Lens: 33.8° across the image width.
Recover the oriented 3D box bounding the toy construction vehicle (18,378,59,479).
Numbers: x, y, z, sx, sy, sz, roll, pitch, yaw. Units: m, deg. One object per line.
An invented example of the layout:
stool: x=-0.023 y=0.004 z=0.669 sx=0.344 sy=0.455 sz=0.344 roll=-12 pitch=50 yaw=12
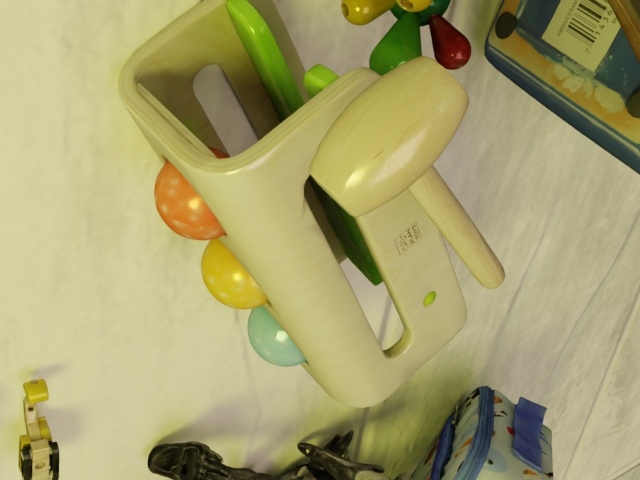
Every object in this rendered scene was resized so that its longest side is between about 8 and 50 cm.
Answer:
toy construction vehicle: x=-0.217 y=0.137 z=0.687 sx=0.085 sy=0.035 sz=0.098 roll=-10 pitch=128 yaw=-25

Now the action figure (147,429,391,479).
action figure: x=-0.025 y=0.241 z=0.876 sx=0.275 sy=0.141 sz=0.164 roll=21 pitch=96 yaw=-49

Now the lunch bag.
lunch bag: x=0.124 y=0.257 z=0.971 sx=0.243 sy=0.115 sz=0.303 roll=-59 pitch=175 yaw=10

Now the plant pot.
plant pot: x=0.263 y=-0.158 z=0.719 sx=0.212 sy=0.236 sz=0.236 roll=4 pitch=121 yaw=-38

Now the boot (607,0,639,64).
boot: x=0.179 y=-0.150 z=0.555 sx=0.112 sy=0.305 sz=0.115 roll=-18 pitch=167 yaw=2

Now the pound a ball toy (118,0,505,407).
pound a ball toy: x=0.000 y=0.000 z=0.620 sx=0.135 sy=0.208 sz=0.319 roll=-39 pitch=143 yaw=-9

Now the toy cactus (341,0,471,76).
toy cactus: x=0.071 y=-0.194 z=0.589 sx=0.180 sy=0.112 sz=0.219 roll=-11 pitch=98 yaw=-70
